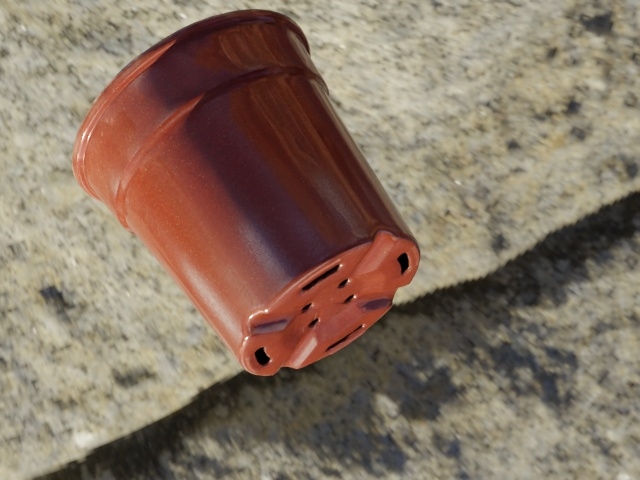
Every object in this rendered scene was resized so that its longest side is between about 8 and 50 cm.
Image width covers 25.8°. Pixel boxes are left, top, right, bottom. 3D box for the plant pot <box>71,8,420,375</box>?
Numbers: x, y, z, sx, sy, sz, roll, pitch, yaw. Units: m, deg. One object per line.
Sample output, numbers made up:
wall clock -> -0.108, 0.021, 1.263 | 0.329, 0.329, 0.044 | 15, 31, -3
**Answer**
plant pot -> -0.057, -0.031, 1.345 | 0.272, 0.265, 0.272 | -29, 155, -15
